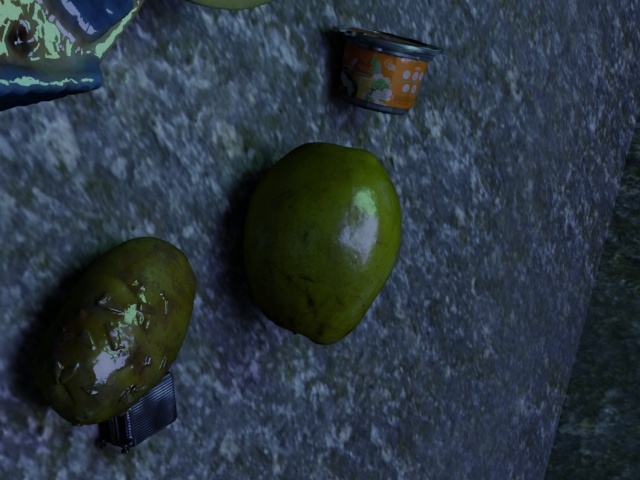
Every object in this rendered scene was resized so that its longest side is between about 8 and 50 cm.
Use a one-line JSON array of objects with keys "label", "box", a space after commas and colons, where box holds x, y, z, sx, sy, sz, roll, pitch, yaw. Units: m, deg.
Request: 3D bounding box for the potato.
[{"label": "potato", "box": [-0.255, 0.111, 1.530, 0.298, 0.141, 0.176, -56, 147, -37]}]

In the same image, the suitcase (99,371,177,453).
[{"label": "suitcase", "box": [-0.252, 0.231, 1.626, 0.126, 0.059, 0.086, -28, 119, -53]}]

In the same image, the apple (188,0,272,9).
[{"label": "apple", "box": [-0.138, -0.487, 1.504, 0.360, 0.312, 0.320, -28, 76, -46]}]

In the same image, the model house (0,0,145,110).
[{"label": "model house", "box": [-0.379, -0.287, 1.120, 0.382, 0.334, 0.343, 54, 48, -32]}]

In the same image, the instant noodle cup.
[{"label": "instant noodle cup", "box": [0.105, -0.288, 2.033, 0.177, 0.208, 0.126, -115, -143, -71]}]

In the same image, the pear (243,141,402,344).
[{"label": "pear", "box": [0.000, 0.000, 1.829, 0.253, 0.252, 0.307, 18, 92, -57]}]
